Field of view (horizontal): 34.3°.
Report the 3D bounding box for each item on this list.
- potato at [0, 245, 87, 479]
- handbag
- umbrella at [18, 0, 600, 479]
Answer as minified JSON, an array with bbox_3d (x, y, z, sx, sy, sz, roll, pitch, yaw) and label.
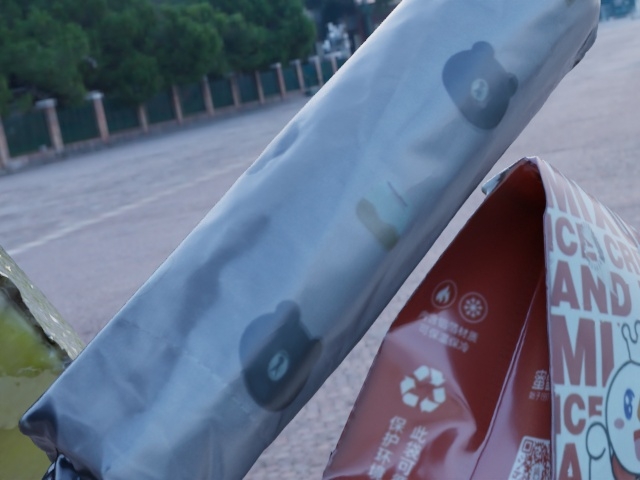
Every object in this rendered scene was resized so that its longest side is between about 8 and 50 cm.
[{"bbox_3d":[-0.372,0.086,0.765,0.319,0.442,0.385,-40,46,-15],"label":"potato"},{"bbox_3d":[0.105,0.112,0.549,0.151,0.298,0.171,17,3,35],"label":"handbag"},{"bbox_3d":[0.000,0.000,0.372,0.067,0.073,0.337,19,58,37],"label":"umbrella"}]
